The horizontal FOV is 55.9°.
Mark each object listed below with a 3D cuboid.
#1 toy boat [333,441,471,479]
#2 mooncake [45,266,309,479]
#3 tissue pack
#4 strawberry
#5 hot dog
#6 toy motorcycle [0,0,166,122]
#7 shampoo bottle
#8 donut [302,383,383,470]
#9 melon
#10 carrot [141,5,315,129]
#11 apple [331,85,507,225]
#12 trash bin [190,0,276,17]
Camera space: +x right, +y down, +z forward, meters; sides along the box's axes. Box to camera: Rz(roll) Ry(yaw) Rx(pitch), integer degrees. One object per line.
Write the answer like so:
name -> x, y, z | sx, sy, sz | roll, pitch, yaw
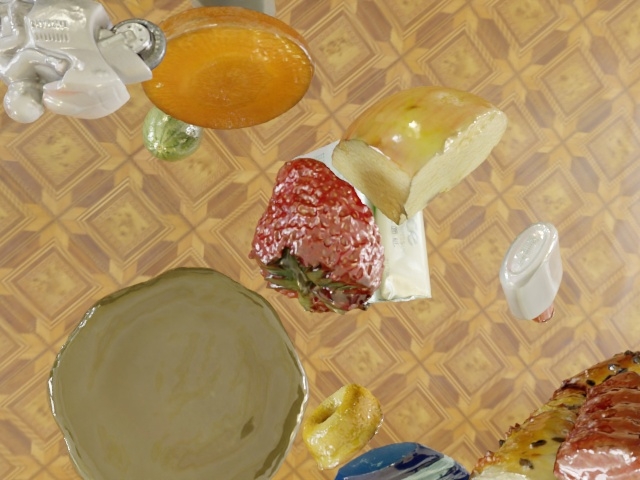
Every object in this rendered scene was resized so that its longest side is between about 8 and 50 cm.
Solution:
toy boat -> 0.135, 0.434, 0.871 | 0.221, 0.067, 0.290 | -20, 102, 3
mooncake -> -0.219, 0.234, 0.948 | 0.379, 0.201, 0.378 | 7, 72, -21
tissue pack -> 0.094, -0.038, 1.506 | 0.205, 0.332, 0.404 | 2, 81, -37
strawberry -> -0.001, -0.003, 1.126 | 0.261, 0.261, 0.257 | 31, 59, -13
hot dog -> 0.363, 0.198, 0.631 | 0.366, 0.367, 0.196 | -19, 73, -41
toy motorcycle -> -0.318, -0.214, 0.700 | 0.260, 0.110, 0.170 | 16, 72, 5
shampoo bottle -> 0.307, 0.062, 0.863 | 0.108, 0.051, 0.221 | -54, 145, -10
donut -> 0.037, 0.351, 1.178 | 0.174, 0.190, 0.074 | -40, 97, 22
melon -> -0.339, -0.258, 1.402 | 0.139, 0.192, 0.139 | 4, 125, 6
carrot -> -0.163, -0.309, 1.087 | 0.308, 0.258, 0.100 | -6, 63, -1
apple -> 0.214, -0.196, 1.236 | 0.309, 0.314, 0.252 | -40, 117, -19
trash bin -> -0.204, -0.561, 1.246 | 0.220, 0.250, 0.219 | -27, 71, -3
